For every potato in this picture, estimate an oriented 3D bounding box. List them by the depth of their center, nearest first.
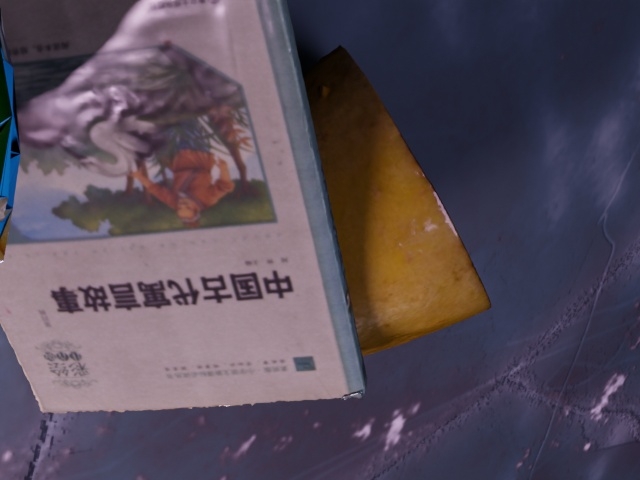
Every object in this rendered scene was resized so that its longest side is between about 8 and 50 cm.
[{"bbox_3d":[0.000,0.000,0.665,0.158,0.178,0.203,-30,156,-2],"label":"potato"}]

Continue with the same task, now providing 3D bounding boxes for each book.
[{"bbox_3d":[-0.097,-0.015,0.561,0.214,0.025,0.283,-4,128,13],"label":"book"}]

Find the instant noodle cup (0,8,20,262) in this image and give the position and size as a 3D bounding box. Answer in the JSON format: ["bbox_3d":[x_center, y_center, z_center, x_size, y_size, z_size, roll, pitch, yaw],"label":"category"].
[{"bbox_3d":[-0.233,-0.045,0.388,0.178,0.240,0.240,-10,122,-43],"label":"instant noodle cup"}]
